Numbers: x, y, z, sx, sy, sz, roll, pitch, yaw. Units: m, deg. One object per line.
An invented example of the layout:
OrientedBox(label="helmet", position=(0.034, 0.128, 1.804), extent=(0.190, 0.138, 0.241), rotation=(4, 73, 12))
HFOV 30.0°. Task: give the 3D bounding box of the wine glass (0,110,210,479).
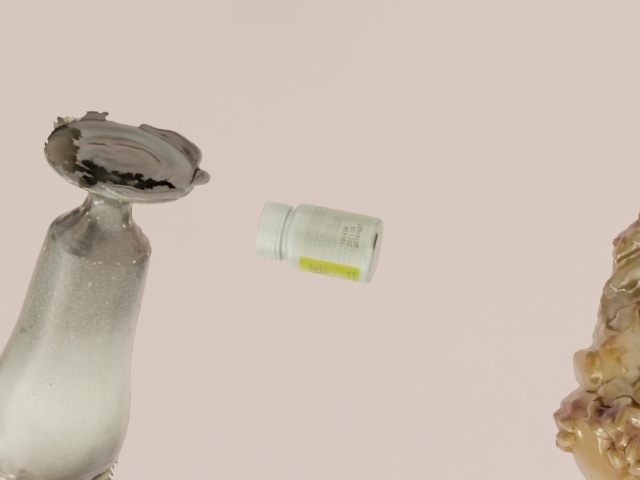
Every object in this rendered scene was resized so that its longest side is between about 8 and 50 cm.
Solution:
OrientedBox(label="wine glass", position=(-0.100, 0.028, 0.510), extent=(0.072, 0.072, 0.155), rotation=(16, -63, -9))

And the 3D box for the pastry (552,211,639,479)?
OrientedBox(label="pastry", position=(0.285, 0.064, 0.757), extent=(0.162, 0.255, 0.311), rotation=(47, -116, -38))

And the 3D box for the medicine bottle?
OrientedBox(label="medicine bottle", position=(0.000, 0.000, 0.829), extent=(0.083, 0.047, 0.047), rotation=(10, -96, 10))
